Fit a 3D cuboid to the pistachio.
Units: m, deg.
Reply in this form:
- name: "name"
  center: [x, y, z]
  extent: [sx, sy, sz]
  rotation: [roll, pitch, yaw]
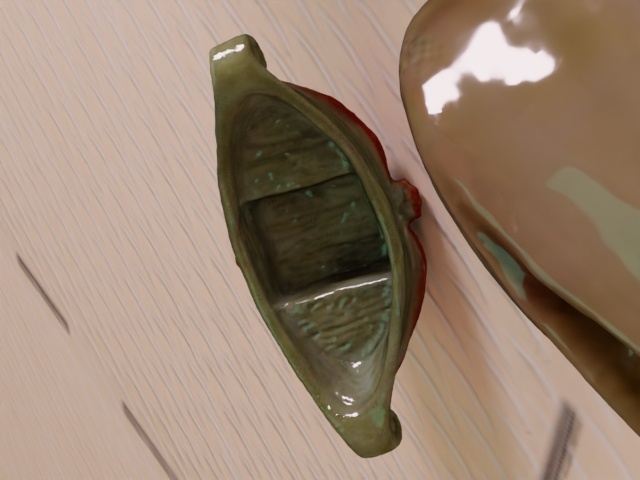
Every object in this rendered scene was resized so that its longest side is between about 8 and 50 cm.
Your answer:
- name: "pistachio"
  center: [0.109, -0.007, 0.418]
  extent: [0.206, 0.131, 0.129]
  rotation: [51, 157, 24]

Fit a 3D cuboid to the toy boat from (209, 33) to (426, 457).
- name: "toy boat"
  center: [0.000, -0.001, 0.675]
  extent: [0.071, 0.089, 0.185]
  rotation: [-43, -67, -70]
